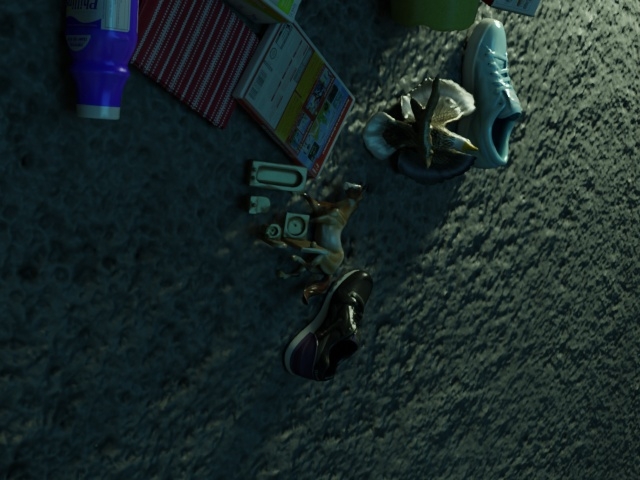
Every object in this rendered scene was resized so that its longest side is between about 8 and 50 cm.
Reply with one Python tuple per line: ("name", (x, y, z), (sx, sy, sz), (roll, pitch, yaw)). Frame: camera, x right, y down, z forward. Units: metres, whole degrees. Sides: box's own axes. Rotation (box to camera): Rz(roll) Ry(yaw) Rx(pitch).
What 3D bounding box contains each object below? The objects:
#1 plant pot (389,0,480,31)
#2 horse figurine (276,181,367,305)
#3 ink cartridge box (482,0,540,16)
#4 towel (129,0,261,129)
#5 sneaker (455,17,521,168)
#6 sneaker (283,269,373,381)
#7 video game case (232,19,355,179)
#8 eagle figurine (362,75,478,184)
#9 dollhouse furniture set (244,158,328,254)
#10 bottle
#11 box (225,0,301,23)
("plant pot", (0.246, -0.579, 1.837), (0.276, 0.276, 0.254), (-22, 126, -42))
("horse figurine", (0.000, 0.000, 1.828), (0.174, 0.066, 0.264), (4, 94, -41))
("ink cartridge box", (0.407, -0.687, 1.920), (0.130, 0.272, 0.310), (4, 122, -29))
("towel", (-0.224, -0.341, 1.536), (0.275, 0.031, 0.199), (35, 71, -47))
("sneaker", (0.431, -0.351, 2.140), (0.135, 0.150, 0.366), (-5, 103, -47))
("sneaker", (0.053, 0.188, 1.883), (0.283, 0.124, 0.107), (-53, 132, -25))
("video game case", (-0.044, -0.279, 1.725), (0.285, 0.025, 0.204), (45, 64, -46))
("eagle figurine", (0.252, -0.237, 1.986), (0.226, 0.225, 0.298), (-42, 177, 18))
("dollhouse furniture set", (-0.062, -0.064, 1.672), (0.144, 0.123, 0.151), (6, 99, -23))
("bottle", (-0.336, -0.329, 1.355), (0.092, 0.118, 0.283), (-5, 103, -47))
("box", (-0.129, -0.478, 1.550), (0.203, 0.103, 0.114), (28, 78, -46))
